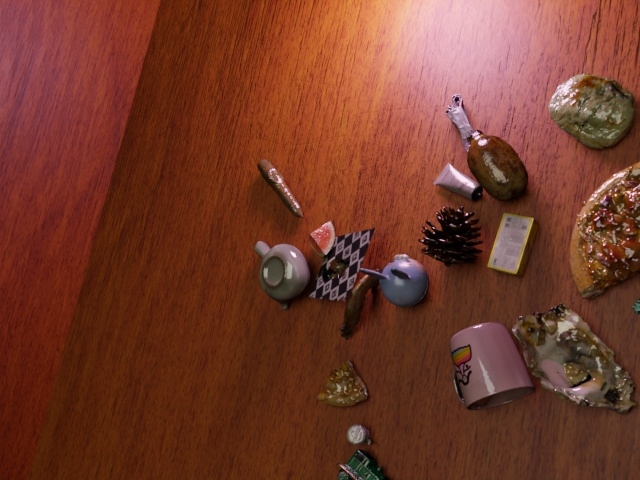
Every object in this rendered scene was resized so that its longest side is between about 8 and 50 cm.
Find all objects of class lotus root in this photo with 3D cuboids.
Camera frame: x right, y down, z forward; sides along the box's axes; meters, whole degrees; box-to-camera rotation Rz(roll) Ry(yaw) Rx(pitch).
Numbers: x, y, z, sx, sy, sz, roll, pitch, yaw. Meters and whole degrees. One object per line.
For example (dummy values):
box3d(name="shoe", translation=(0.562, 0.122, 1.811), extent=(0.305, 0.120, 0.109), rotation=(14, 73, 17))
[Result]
box3d(name="lotus root", translation=(0.541, -0.237, 1.828), extent=(0.145, 0.128, 0.260), rotation=(-27, 70, 3))

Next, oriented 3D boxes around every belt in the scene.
box3d(name="belt", translation=(0.479, -0.382, 1.965), extent=(0.071, 0.053, 0.232), rotation=(-30, 61, 25))

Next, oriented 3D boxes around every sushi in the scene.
box3d(name="sushi", translation=(0.086, 0.097, 2.031), extent=(0.290, 0.050, 0.264), rotation=(-10, 56, 62))

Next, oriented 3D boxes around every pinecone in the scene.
box3d(name="pinecone", translation=(0.403, -0.014, 1.811), extent=(0.208, 0.208, 0.207), rotation=(-11, 69, 32))

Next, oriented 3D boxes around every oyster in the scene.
box3d(name="oyster", translation=(0.658, 0.326, 1.551), extent=(0.201, 0.107, 0.354), rotation=(-37, 74, -14))

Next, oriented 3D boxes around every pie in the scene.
box3d(name="pie", translation=(0.800, -0.394, 1.725), extent=(0.201, 0.090, 0.248), rotation=(-48, 58, 9))

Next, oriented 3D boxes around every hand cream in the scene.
box3d(name="hand cream", translation=(0.457, -0.184, 1.923), extent=(0.087, 0.054, 0.186), rotation=(-55, 47, 4))

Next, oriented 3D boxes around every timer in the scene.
box3d(name="timer", translation=(0.246, 0.105, 1.861), extent=(0.175, 0.255, 0.175), rotation=(-21, 42, 20))

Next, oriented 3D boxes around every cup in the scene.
box3d(name="cup", translation=(0.459, 0.366, 1.681), extent=(0.253, 0.192, 0.200), rotation=(124, 139, -50))

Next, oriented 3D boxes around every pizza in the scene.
box3d(name="pizza", translation=(0.820, -0.018, 1.586), extent=(0.278, 0.114, 0.408), rotation=(32, 97, 42))
box3d(name="pizza", translation=(0.078, 0.477, 1.966), extent=(0.182, 0.062, 0.161), rotation=(3, 75, 37))

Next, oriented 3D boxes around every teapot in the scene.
box3d(name="teapot", translation=(-0.149, 0.082, 2.192), extent=(0.220, 0.149, 0.318), rotation=(-42, 57, 26))
box3d(name="teapot", translation=(0.131, 0.627, 1.881), extent=(0.083, 0.064, 0.064), rotation=(26, 85, 32))

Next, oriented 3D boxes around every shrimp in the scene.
box3d(name="shrimp", translation=(0.141, 0.209, 1.981), extent=(0.058, 0.169, 0.296), rotation=(39, 133, 26))

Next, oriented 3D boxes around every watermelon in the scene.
box3d(name="watermelon", translation=(0.000, 0.000, 2.140), extent=(0.125, 0.094, 0.135), rotation=(-41, 38, 21))

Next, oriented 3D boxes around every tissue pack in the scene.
box3d(name="tissue pack", translation=(0.578, 0.014, 1.766), extent=(0.095, 0.062, 0.176), rotation=(14, 85, 39))

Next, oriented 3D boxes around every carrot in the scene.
box3d(name="carrot", translation=(-0.157, -0.209, 2.345), extent=(0.070, 0.070, 0.342), rotation=(-46, 57, 14))

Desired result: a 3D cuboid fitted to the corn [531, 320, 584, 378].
box3d(name="corn", translation=(0.650, 0.294, 1.625), extent=(0.067, 0.067, 0.206), rotation=(38, 98, 36))

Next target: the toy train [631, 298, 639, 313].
box3d(name="toy train", translation=(0.866, 0.180, 1.537), extent=(0.092, 0.029, 0.045), rotation=(21, 81, 38))

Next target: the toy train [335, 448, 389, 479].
box3d(name="toy train", translation=(0.142, 0.743, 1.823), extent=(0.228, 0.091, 0.136), rotation=(29, 83, 37))
